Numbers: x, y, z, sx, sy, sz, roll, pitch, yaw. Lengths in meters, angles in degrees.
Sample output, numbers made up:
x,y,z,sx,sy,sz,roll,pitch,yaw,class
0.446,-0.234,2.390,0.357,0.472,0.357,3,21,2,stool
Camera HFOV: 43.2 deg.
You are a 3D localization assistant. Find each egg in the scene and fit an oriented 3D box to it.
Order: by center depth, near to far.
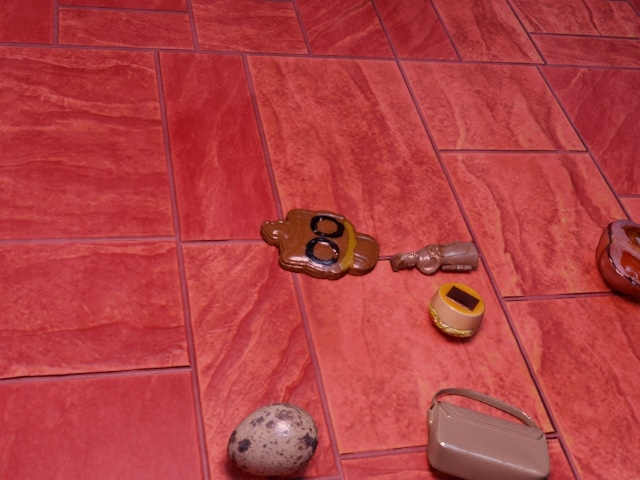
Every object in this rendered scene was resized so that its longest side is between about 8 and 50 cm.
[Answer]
x,y,z,sx,sy,sz,roll,pitch,yaw,class
-0.088,0.371,1.492,0.172,0.132,0.132,-14,52,-10,egg

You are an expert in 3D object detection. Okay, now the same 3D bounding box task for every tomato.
x,y,z,sx,sy,sz,roll,pitch,yaw,class
0.774,0.065,2.012,0.199,0.112,0.228,29,46,2,tomato

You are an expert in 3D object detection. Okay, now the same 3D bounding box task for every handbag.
x,y,z,sx,sy,sz,roll,pitch,yaw,class
0.335,0.392,1.628,0.256,0.079,0.219,17,31,1,handbag

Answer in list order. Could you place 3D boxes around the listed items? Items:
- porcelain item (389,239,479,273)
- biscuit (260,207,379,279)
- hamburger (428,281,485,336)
x,y,z,sx,sy,sz,roll,pitch,yaw,class
0.272,0.041,1.944,0.213,0.054,0.084,-4,48,-17,porcelain item
0.000,0.000,1.919,0.290,0.041,0.208,13,45,-3,biscuit
0.305,0.161,1.823,0.126,0.081,0.141,21,34,2,hamburger
